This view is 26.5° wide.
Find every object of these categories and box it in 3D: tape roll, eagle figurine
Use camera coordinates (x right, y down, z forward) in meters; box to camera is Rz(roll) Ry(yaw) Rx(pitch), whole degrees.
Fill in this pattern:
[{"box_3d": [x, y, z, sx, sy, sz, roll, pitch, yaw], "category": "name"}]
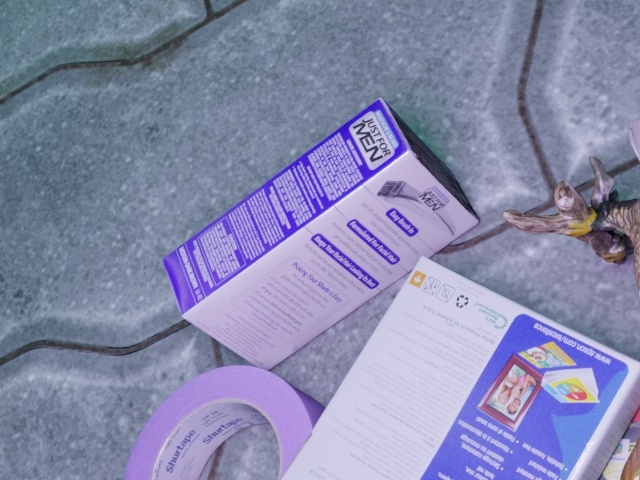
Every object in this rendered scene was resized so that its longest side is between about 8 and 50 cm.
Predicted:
[{"box_3d": [-0.103, 0.292, 1.622, 0.275, 0.090, 0.274, -17, 56, 27], "category": "tape roll"}, {"box_3d": [0.375, 0.014, 1.377, 0.226, 0.225, 0.298, -30, 25, -27], "category": "eagle figurine"}]

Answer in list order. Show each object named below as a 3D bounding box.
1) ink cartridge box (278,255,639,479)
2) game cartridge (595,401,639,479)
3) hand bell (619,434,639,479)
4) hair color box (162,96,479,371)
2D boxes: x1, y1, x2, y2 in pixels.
[{"box_3d": [0.149, 0.206, 1.446, 0.304, 0.072, 0.307, 28, 84, 37], "category": "ink cartridge box"}, {"box_3d": [0.351, 0.231, 1.374, 0.294, 0.060, 0.196, -2, 68, 33], "category": "game cartridge"}, {"box_3d": [0.292, 0.307, 1.297, 0.126, 0.126, 0.242, 8, 79, 37], "category": "hand bell"}, {"box_3d": [0.000, 0.000, 1.649, 0.339, 0.185, 0.110, -34, 49, 13], "category": "hair color box"}]
